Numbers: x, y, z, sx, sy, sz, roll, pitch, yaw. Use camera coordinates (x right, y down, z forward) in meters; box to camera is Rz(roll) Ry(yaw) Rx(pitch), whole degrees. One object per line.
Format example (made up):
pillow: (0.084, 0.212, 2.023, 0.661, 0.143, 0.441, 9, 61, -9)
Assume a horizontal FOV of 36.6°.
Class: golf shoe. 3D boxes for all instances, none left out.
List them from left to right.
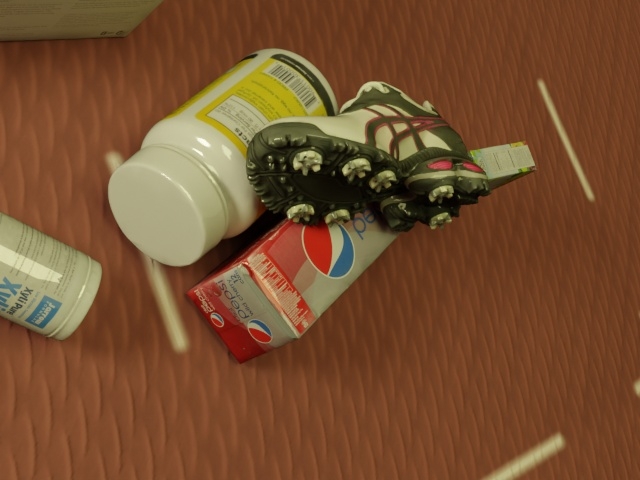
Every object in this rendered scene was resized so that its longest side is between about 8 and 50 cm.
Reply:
golf shoe: (0.031, -0.079, 0.846, 0.273, 0.105, 0.120, 6, 57, -48)

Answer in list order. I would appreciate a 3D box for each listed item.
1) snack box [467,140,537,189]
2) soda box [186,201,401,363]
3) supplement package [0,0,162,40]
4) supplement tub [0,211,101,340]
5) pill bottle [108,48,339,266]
snack box: (0.141, -0.059, 1.019, 0.100, 0.141, 0.037, -12, 80, -43)
soda box: (0.000, 0.000, 0.904, 0.083, 0.092, 0.263, 55, 45, -7)
supplement package: (-0.208, -0.269, 0.769, 0.194, 0.203, 0.149, -15, 82, -44)
supplement tub: (-0.225, 0.023, 0.715, 0.107, 0.071, 0.071, 30, 54, -26)
pill bottle: (-0.082, -0.075, 0.849, 0.119, 0.119, 0.208, 52, 47, -10)
